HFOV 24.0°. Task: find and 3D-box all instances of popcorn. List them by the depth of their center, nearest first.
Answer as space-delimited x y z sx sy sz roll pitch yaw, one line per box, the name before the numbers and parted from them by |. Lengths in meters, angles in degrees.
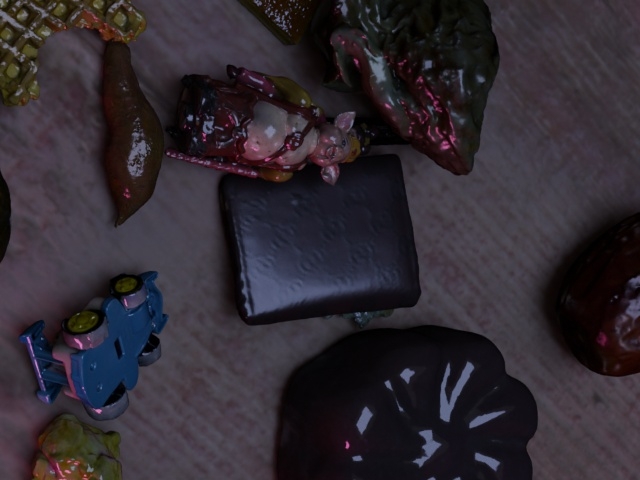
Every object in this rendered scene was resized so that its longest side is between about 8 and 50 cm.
popcorn | -0.260 0.242 1.601 0.097 0.089 0.109 -29 100 13

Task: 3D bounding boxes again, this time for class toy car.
toy car | -0.239 0.099 1.606 0.161 0.098 0.126 -57 149 -43

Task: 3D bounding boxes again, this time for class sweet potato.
sweet potato | -0.200 -0.126 1.611 0.068 0.068 0.226 -5 94 -28

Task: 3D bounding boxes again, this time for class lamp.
lamp | -0.040 -0.118 1.661 0.253 0.118 0.118 13 88 -23

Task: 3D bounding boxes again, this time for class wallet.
wallet | 0.000 0.000 1.724 0.229 0.049 0.182 -7 87 -23

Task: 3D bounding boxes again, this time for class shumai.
shumai | 0.089 -0.193 1.691 0.218 0.256 0.189 16 114 -7

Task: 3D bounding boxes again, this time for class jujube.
jujube | 0.413 0.062 1.906 0.243 0.183 0.183 -34 109 -14

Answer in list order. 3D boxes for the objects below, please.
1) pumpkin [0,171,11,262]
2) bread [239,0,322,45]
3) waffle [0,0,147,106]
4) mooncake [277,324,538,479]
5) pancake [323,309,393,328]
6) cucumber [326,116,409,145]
pumpkin | -0.421 -0.031 1.427 0.260 0.189 0.260 -3 96 -27
bread | -0.038 -0.284 1.700 0.090 0.035 0.094 39 75 -26
waffle | -0.278 -0.228 1.561 0.194 0.051 0.149 -22 97 -24
mooncake | 0.105 0.237 1.760 0.306 0.154 0.306 -1 92 -30
pancake | 0.040 0.044 1.777 0.129 0.022 0.116 15 84 -28
cucumber | 0.064 -0.128 1.769 0.134 0.034 0.033 -2 100 -28
